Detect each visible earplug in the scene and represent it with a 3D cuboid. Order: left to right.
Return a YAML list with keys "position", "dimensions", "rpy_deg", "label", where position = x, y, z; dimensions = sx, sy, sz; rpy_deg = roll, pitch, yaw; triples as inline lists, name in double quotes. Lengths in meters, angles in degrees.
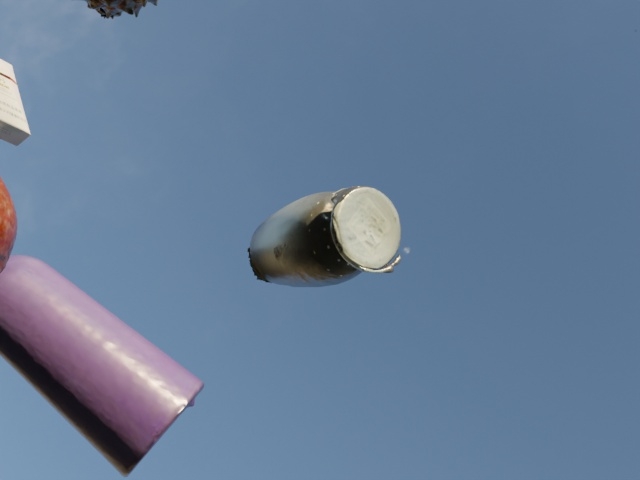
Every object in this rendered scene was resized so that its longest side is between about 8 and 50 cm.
- position: [-0.447, 0.204, 1.323]
  dimensions: [0.456, 0.215, 0.215]
  rpy_deg: [40, -63, 0]
  label: "earplug"

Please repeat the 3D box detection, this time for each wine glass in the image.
- position: [0.000, 0.000, 0.869]
  dimensions: [0.204, 0.111, 0.111]
  rpy_deg: [-13, -79, 55]
  label: "wine glass"

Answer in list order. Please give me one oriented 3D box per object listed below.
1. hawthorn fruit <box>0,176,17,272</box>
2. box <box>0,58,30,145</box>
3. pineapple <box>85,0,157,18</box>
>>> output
- position: [-0.388, -0.025, 0.710]
  dimensions: [0.173, 0.173, 0.173]
  rpy_deg: [7, -73, 22]
  label: "hawthorn fruit"
- position: [-0.508, -0.228, 1.125]
  dimensions: [0.040, 0.084, 0.154]
  rpy_deg: [-35, -118, 18]
  label: "box"
- position: [-0.235, -0.335, 0.830]
  dimensions: [0.166, 0.166, 0.193]
  rpy_deg: [43, -39, 7]
  label: "pineapple"
